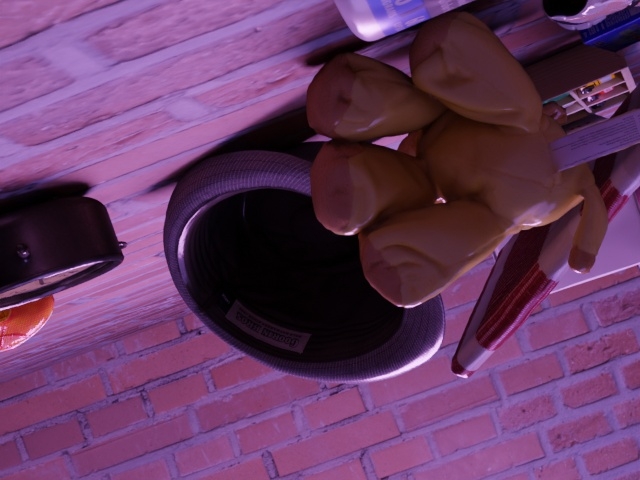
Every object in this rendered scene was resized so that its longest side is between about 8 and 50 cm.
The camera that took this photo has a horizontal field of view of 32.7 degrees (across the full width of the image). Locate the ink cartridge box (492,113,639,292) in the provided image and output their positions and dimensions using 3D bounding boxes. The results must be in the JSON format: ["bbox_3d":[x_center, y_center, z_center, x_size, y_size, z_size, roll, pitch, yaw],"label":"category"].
[{"bbox_3d":[0.273,-0.048,1.307,0.171,0.168,0.233,-20,-173,9],"label":"ink cartridge box"}]

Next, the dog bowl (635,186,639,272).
[{"bbox_3d":[0.570,-0.073,1.326,0.408,0.408,0.150,-21,148,14],"label":"dog bowl"}]

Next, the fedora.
[{"bbox_3d":[0.000,0.000,0.921,0.275,0.244,0.124,-28,-159,46],"label":"fedora"}]

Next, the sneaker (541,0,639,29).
[{"bbox_3d":[0.186,-0.159,0.674,0.109,0.040,0.044,-24,172,36],"label":"sneaker"}]

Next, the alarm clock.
[{"bbox_3d":[-0.208,0.009,0.821,0.129,0.064,0.192,-22,173,21],"label":"alarm clock"}]

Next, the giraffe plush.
[{"bbox_3d":[0.104,-0.063,0.741,0.210,0.181,0.170,-3,-170,8],"label":"giraffe plush"}]

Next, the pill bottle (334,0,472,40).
[{"bbox_3d":[0.061,-0.121,0.335,0.137,0.078,0.078,-21,175,11],"label":"pill bottle"}]

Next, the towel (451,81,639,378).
[{"bbox_3d":[0.228,-0.050,0.858,0.329,0.037,0.237,-54,177,30],"label":"towel"}]

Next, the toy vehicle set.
[{"bbox_3d":[0.227,-0.141,1.090,0.166,0.035,0.267,-21,175,18],"label":"toy vehicle set"}]

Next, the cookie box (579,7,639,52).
[{"bbox_3d":[0.234,-0.170,0.743,0.107,0.040,0.092,-22,175,28],"label":"cookie box"}]

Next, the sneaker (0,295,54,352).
[{"bbox_3d":[-0.363,0.090,1.143,0.175,0.064,0.067,-21,166,-20],"label":"sneaker"}]
